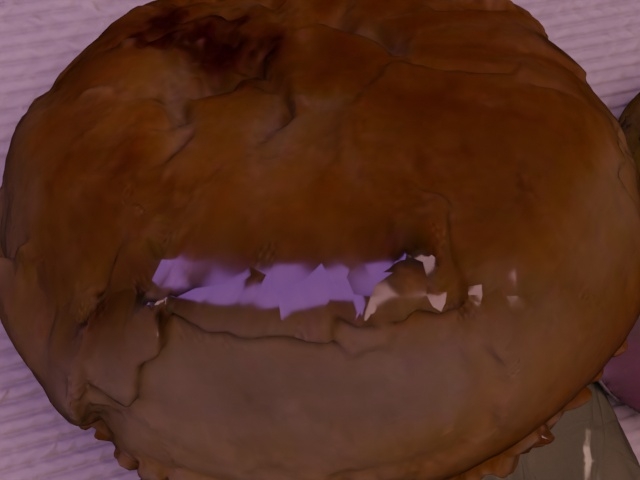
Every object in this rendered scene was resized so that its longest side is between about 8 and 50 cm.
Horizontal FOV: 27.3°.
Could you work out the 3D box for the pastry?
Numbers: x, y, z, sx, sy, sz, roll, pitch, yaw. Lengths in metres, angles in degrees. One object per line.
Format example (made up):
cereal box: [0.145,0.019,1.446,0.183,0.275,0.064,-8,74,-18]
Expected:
pastry: [0.000,0.000,0.827,0.410,0.245,0.409,-4,41,3]

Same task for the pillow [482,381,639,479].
pillow: [0.106,0.174,0.955,0.281,0.076,0.274,-25,90,-21]

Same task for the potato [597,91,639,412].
potato: [0.313,-0.021,1.013,0.229,0.229,0.266,21,49,-15]
